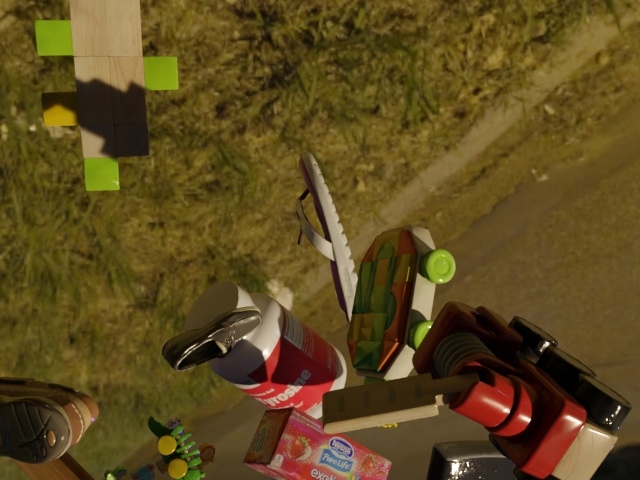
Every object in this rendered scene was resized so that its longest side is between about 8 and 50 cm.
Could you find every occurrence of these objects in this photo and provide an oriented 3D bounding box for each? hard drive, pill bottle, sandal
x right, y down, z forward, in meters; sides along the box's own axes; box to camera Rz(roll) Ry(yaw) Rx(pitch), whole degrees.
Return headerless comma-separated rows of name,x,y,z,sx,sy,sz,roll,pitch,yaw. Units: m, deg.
hard drive,0.336,0.505,1.537,0.254,0.172,0.054,9,-175,-25
pill bottle,-0.135,0.275,1.844,0.229,0.229,0.407,-20,135,32
sandal,0.000,-0.004,1.626,0.102,0.416,0.169,-17,166,-3

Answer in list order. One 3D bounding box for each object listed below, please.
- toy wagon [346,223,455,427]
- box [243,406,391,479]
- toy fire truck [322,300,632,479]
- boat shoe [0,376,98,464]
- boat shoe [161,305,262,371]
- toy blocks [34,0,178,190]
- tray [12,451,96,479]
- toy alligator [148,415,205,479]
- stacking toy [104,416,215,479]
toy wagon,0.121,0.148,1.286,0.068,0.345,0.267,16,168,-19
box,-0.005,0.442,1.473,0.256,0.123,0.128,34,152,-19
toy fire truck,0.133,0.143,0.736,0.246,0.159,0.217,28,-170,-18
boat shoe,-0.487,0.272,1.158,0.323,0.123,0.120,4,-168,27
boat shoe,-0.214,0.210,1.534,0.223,0.073,0.080,-22,135,-21
toy blocks,-0.334,-0.290,1.167,0.190,0.382,0.261,-4,-166,-15
tray,-0.603,0.524,1.682,0.076,0.411,0.203,-47,154,-18
toy alligator,-0.197,0.340,1.101,0.051,0.190,0.056,-27,168,-11
stacking toy,-0.365,0.500,1.662,0.221,0.052,0.167,-32,-151,-26
